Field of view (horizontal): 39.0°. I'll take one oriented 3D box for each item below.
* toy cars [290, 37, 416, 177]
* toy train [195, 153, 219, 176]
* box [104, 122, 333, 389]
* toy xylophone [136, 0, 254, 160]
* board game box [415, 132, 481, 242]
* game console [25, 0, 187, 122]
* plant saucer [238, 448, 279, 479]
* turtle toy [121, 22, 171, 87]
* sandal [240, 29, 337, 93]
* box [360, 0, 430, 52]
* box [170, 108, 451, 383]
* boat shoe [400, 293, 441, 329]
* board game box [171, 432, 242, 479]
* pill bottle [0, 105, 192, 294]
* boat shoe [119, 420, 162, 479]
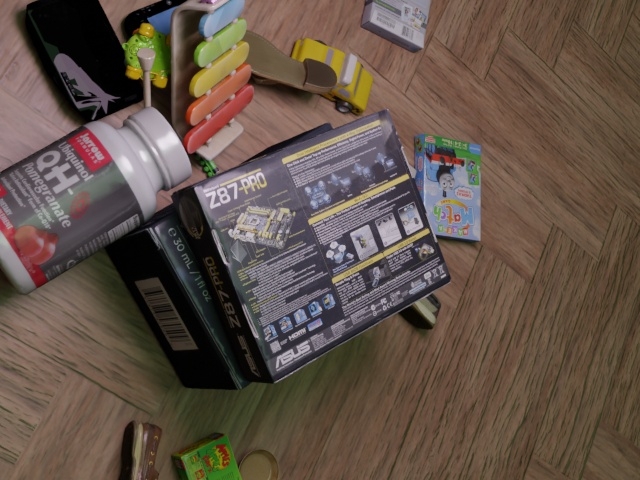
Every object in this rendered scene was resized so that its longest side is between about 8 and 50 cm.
[{"bbox_3d":[0.080,-0.232,1.775,0.176,0.087,0.393,-32,101,-32],"label":"toy cars"},{"bbox_3d":[-0.209,-0.150,1.611,0.083,0.024,0.017,56,30,-14],"label":"toy train"},{"bbox_3d":[-0.107,0.026,1.545,0.395,0.212,0.293,-35,102,-32],"label":"box"},{"bbox_3d":[-0.199,-0.272,1.496,0.081,0.322,0.236,25,54,17],"label":"toy xylophone"},{"bbox_3d":[0.270,-0.109,1.912,0.160,0.039,0.211,7,81,-33],"label":"board game box"},{"bbox_3d":[-0.314,-0.359,1.561,0.361,0.044,0.213,-32,102,-32],"label":"game console"},{"bbox_3d":[-0.112,0.412,1.607,0.083,0.015,0.083,5,81,-32],"label":"plant saucer"},{"bbox_3d":[-0.274,-0.308,1.514,0.130,0.066,0.095,14,102,-36],"label":"turtle toy"},{"bbox_3d":[-0.093,-0.312,1.675,0.240,0.079,0.088,17,59,-20],"label":"sandal"},{"bbox_3d":[0.165,-0.509,1.897,0.145,0.038,0.186,18,75,-30],"label":"box"},{"bbox_3d":[0.000,0.000,1.435,0.395,0.097,0.318,-27,100,-33],"label":"box"},{"bbox_3d":[0.163,0.085,1.798,0.223,0.080,0.073,48,56,-25],"label":"boat shoe"},{"bbox_3d":[-0.179,0.432,1.544,0.092,0.043,0.181,-22,96,-34],"label":"board game box"},{"bbox_3d":[-0.362,-0.071,1.374,0.318,0.176,0.176,-34,103,-18],"label":"pill bottle"},{"bbox_3d":[-0.290,0.384,1.465,0.060,0.064,0.178,12,75,-30],"label":"boat shoe"}]
